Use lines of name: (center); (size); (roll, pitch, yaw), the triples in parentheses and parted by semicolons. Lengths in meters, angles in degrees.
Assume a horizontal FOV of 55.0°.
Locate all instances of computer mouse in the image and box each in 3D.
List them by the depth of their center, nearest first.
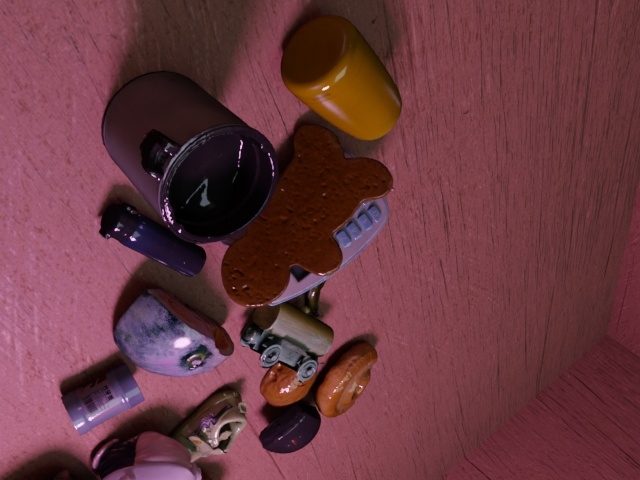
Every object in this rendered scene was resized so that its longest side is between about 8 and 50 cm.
computer mouse: (-0.077, 0.587, 1.887); (0.170, 0.100, 0.269); (-42, 159, -1)

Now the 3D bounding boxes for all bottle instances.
bottle: (-0.337, -0.001, 1.257); (0.082, 0.072, 0.244); (-55, 140, 1)

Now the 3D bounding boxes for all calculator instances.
calculator: (-0.021, -0.044, 1.411); (0.386, 0.054, 0.256); (-37, 97, -8)

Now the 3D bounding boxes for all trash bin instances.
trash bin: (-0.231, -0.151, 1.081); (0.217, 0.262, 0.277); (-54, 140, 6)

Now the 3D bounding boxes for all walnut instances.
walnut: (-0.080, 0.418, 1.813); (0.167, 0.087, 0.211); (27, 102, -45)

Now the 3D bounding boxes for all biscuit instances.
biscuit: (-0.059, -0.042, 1.344); (0.432, 0.283, 0.064); (-55, 178, -7)
biscuit: (0.078, 0.463, 1.968); (0.213, 0.091, 0.274); (-15, 136, -51)

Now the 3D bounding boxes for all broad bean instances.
broad bean: (0.001, 0.118, 1.678); (0.069, 0.039, 0.226); (-5, 125, -32)

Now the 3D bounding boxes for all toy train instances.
toy train: (-0.076, 0.268, 1.651); (0.189, 0.126, 0.307); (-49, 135, 4)

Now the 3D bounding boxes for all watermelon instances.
watermelon: (-0.326, 0.248, 1.388); (0.188, 0.175, 0.322); (-49, 139, 1)

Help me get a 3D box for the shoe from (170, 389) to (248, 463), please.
shoe: (-0.311, 0.523, 1.682); (0.262, 0.128, 0.140); (-47, 126, -4)

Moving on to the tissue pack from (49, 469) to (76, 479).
tissue pack: (-0.622, 0.750, 1.468); (0.268, 0.276, 0.387); (-22, 133, -9)

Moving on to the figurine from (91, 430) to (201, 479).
figurine: (-0.408, 0.655, 1.572); (0.253, 0.211, 0.361); (-21, 115, -13)

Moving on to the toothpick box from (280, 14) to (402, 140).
toothpick box: (0.057, -0.320, 1.272); (0.175, 0.175, 0.271); (-53, 144, 6)

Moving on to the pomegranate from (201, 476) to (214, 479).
pomegranate: (-0.363, 0.810, 1.786); (0.215, 0.215, 0.215); (-23, 134, -26)

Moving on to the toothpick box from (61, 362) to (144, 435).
toothpick box: (-0.490, 0.357, 1.389); (0.153, 0.101, 0.101); (-27, 136, -22)
